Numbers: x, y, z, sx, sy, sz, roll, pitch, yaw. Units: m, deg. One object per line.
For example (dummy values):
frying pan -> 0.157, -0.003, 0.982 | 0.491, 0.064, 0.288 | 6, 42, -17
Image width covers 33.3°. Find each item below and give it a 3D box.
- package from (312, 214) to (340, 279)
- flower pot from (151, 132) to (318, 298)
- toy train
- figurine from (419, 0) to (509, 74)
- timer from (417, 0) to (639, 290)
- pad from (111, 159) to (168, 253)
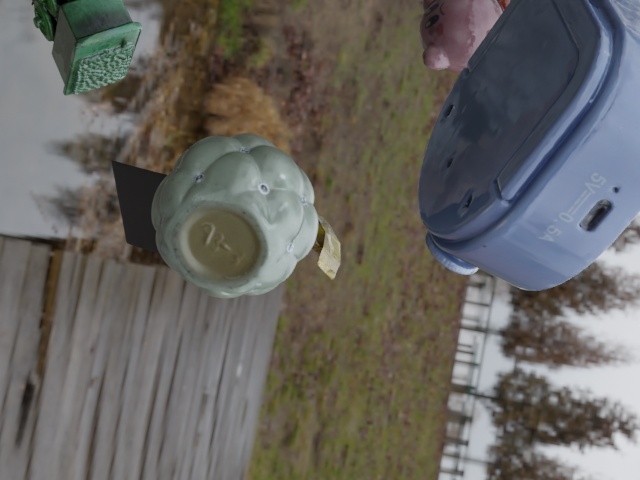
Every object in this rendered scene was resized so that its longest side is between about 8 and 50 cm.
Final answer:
package -> 0.000, 0.000, 1.886 | 0.071, 0.047, 0.131 | 47, 10, -48
flower pot -> -0.125, -0.034, 1.562 | 0.195, 0.246, 0.246 | -73, 171, -64
toy train -> -0.448, -0.412, 2.023 | 0.201, 0.145, 0.266 | 65, -22, 6
figurine -> 0.270, -0.395, 2.021 | 0.173, 0.173, 0.173 | 10, 90, -85
timer -> 0.262, -0.111, 1.248 | 0.395, 0.173, 0.395 | -55, -162, 29
pad -> -0.273, -0.045, 1.868 | 0.006, 0.246, 0.170 | -31, 125, -41
